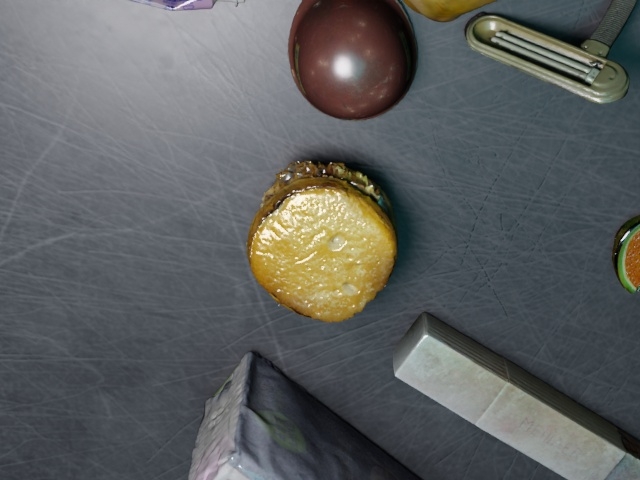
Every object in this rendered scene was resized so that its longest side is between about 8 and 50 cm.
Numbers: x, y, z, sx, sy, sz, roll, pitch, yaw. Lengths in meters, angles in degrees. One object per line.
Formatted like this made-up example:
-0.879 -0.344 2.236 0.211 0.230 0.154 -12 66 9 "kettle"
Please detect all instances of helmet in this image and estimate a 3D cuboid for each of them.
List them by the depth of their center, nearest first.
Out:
0.038 -0.213 1.457 0.155 0.106 0.175 0 106 1 "helmet"

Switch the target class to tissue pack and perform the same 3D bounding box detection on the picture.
0.024 0.339 1.558 0.394 0.288 0.124 39 105 -11 "tissue pack"

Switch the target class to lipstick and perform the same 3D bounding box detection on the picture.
0.266 0.222 1.621 0.371 0.080 0.076 32 109 -9 "lipstick"

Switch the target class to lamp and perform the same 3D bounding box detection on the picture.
0.286 -0.320 1.425 0.203 0.124 0.283 19 114 16 "lamp"

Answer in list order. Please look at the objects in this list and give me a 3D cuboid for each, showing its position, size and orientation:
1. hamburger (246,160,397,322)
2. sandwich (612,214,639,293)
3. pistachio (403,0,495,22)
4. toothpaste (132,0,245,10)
0.001 -0.009 1.524 0.181 0.118 0.191 -26 111 7 "hamburger"
0.394 0.017 1.573 0.069 0.026 0.101 -18 111 3 "sandwich"
0.112 -0.358 1.362 0.260 0.163 0.212 48 147 -14 "pistachio"
-0.234 -0.300 1.452 0.301 0.075 0.048 5 133 -4 "toothpaste"
